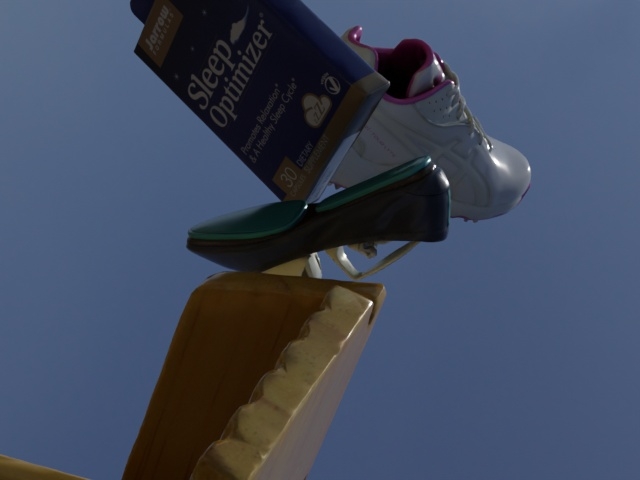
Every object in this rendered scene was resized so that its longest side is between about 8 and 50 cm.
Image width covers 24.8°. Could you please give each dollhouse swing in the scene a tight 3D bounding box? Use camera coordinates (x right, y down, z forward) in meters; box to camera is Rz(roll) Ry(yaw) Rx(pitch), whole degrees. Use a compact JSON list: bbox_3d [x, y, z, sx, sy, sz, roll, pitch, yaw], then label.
[{"bbox_3d":[-0.186,0.137,0.835,0.315,0.305,0.347,-68,170,27],"label":"dollhouse swing"}]

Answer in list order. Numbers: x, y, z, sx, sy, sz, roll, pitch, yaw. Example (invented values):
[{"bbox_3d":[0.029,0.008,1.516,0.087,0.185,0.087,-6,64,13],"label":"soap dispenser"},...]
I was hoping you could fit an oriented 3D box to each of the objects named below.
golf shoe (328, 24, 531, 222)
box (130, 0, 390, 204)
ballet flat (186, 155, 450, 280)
[{"bbox_3d":[0.099,-0.103,1.325,0.140,0.306,0.115,-55,-135,26],"label":"golf shoe"},{"bbox_3d":[-0.062,-0.142,1.088,0.036,0.225,0.136,-31,161,-42],"label":"box"},{"bbox_3d":[0.000,0.000,1.013,0.203,0.074,0.074,-15,-136,25],"label":"ballet flat"}]
